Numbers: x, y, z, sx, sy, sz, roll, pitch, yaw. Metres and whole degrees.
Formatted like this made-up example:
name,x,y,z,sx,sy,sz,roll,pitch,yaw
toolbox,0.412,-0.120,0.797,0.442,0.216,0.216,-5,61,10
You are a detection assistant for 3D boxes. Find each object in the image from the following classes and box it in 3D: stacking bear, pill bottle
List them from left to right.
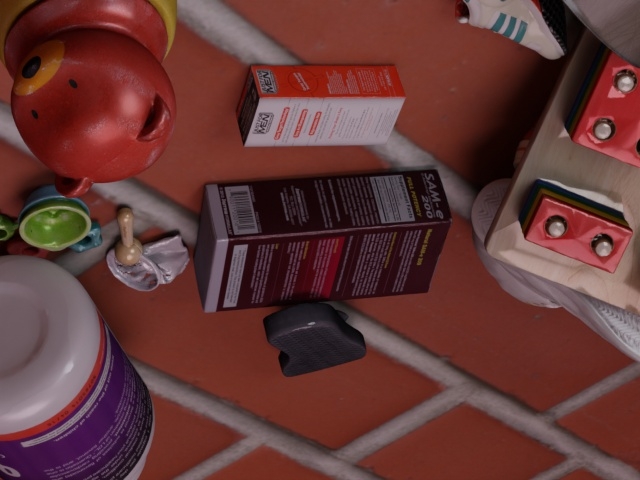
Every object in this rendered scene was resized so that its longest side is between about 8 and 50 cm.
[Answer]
name,x,y,z,sx,sy,sz,roll,pitch,yaw
pill bottle,-0.275,0.158,1.851,0.181,0.182,0.323,-16,150,2
stacking bear,-0.178,-0.168,1.341,0.175,0.289,0.164,-29,143,20

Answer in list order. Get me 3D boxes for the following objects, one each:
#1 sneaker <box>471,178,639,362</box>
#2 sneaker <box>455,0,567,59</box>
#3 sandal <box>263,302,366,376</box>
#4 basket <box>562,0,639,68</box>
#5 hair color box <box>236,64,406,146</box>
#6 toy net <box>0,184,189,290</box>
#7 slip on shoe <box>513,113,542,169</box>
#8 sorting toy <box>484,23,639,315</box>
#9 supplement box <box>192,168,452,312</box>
name,x,y,z,sx,sy,sz,roll,pitch,yaw
sneaker,0.280,0.043,1.854,0.108,0.292,0.169,-53,174,-5
sneaker,0.163,-0.209,1.630,0.075,0.057,0.161,-12,151,27
sandal,-0.005,0.095,1.955,0.097,0.055,0.254,-14,164,1
basket,0.303,-0.273,1.501,0.227,0.154,0.204,-36,137,23
hair color box,0.000,-0.124,1.687,0.141,0.043,0.072,-2,144,-20
toy net,-0.222,0.013,1.797,0.122,0.045,0.232,-33,141,25
slip on shoe,0.344,-0.043,1.805,0.331,0.101,0.123,28,173,-18
sorting toy,0.318,-0.048,1.678,0.255,0.089,0.257,21,106,-6
supplement box,0.000,0.000,1.836,0.239,0.073,0.130,-4,145,-14
